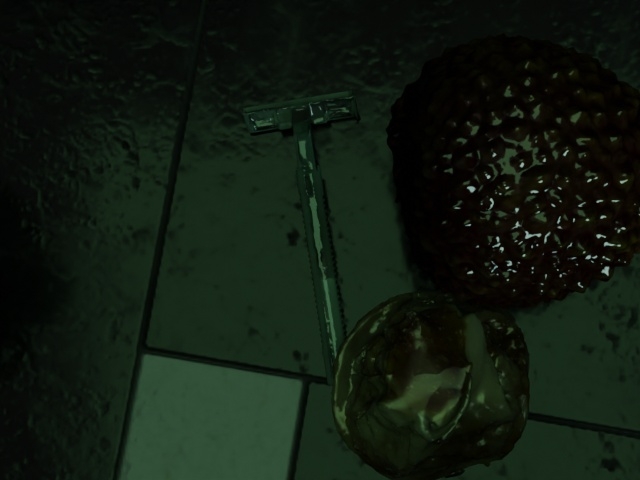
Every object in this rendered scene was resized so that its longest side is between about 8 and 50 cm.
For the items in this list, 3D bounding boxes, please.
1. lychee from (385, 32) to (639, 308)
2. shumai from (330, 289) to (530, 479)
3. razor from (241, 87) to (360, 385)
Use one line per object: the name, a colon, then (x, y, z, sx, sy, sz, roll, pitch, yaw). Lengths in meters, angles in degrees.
lychee: (0.132, -0.044, 0.638, 0.188, 0.188, 0.188, -1, 82, 4)
shumai: (0.075, 0.097, 0.648, 0.146, 0.116, 0.145, 0, 85, -5)
razor: (-0.001, 0.000, 0.711, 0.084, 0.036, 0.211, -9, 81, 5)
